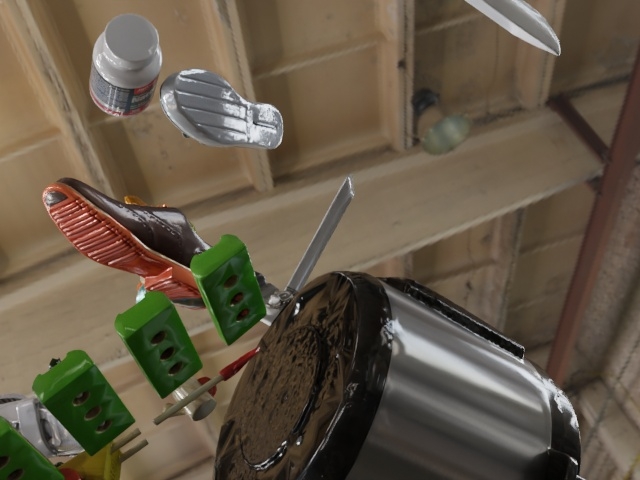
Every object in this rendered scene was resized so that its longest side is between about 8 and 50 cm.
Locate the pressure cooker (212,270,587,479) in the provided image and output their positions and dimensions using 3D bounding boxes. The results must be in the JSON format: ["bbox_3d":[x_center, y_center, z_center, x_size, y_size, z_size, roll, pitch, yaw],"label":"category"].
[{"bbox_3d":[0.116,0.275,1.118,0.420,0.370,0.375,28,-65,-18],"label":"pressure cooker"}]

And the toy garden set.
[{"bbox_3d":[-0.151,0.117,0.692,0.244,0.049,0.203,-38,-29,-18],"label":"toy garden set"}]

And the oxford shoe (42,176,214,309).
[{"bbox_3d":[-0.239,-0.012,1.134,0.097,0.098,0.271,-13,-41,39],"label":"oxford shoe"}]

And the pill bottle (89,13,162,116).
[{"bbox_3d":[-0.308,-0.277,1.378,0.108,0.108,0.180,-13,-11,-20],"label":"pill bottle"}]

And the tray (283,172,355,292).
[{"bbox_3d":[0.000,0.000,1.633,0.270,0.030,0.145,-61,-1,8],"label":"tray"}]

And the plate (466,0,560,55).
[{"bbox_3d":[0.284,-0.434,1.522,0.278,0.277,0.045,32,-75,-15],"label":"plate"}]

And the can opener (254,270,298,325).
[{"bbox_3d":[-0.121,0.101,1.442,0.076,0.283,0.095,-30,-59,-30],"label":"can opener"}]

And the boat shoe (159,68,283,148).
[{"bbox_3d":[-0.190,-0.208,1.516,0.119,0.121,0.335,-3,-8,26],"label":"boat shoe"}]

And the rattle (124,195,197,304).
[{"bbox_3d":[-0.307,0.034,1.467,0.143,0.130,0.200,15,-41,-40],"label":"rattle"}]

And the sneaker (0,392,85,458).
[{"bbox_3d":[-0.512,0.333,1.444,0.366,0.137,0.210,-14,7,35],"label":"sneaker"}]
